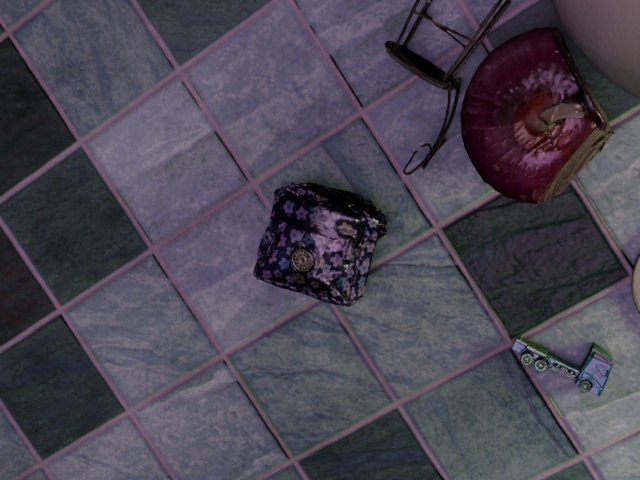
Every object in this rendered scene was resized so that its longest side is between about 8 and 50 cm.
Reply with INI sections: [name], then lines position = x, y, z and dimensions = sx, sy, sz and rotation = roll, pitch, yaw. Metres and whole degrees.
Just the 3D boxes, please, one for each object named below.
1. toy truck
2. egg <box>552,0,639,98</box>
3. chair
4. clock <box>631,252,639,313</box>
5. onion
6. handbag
[toy truck]
position = 0.432, 0.205, 1.895
dimensions = 0.175, 0.067, 0.081
rotation = 25, 103, 11
[egg]
position = 0.509, -0.393, 1.593
dimensions = 0.340, 0.355, 0.354
rotation = 32, 111, 32
[chair]
position = 0.181, -0.289, 1.789
dimensions = 0.170, 0.160, 0.325
rotation = 33, 108, 7
[clock]
position = 0.654, 0.072, 1.822
dimensions = 0.235, 0.029, 0.234
rotation = 4, 105, 16
[onion]
position = 0.340, -0.197, 1.734
dimensions = 0.230, 0.272, 0.256
rotation = -33, 58, 24
[handbag]
position = 0.000, 0.000, 1.922
dimensions = 0.229, 0.127, 0.207
rotation = 20, 109, 18
